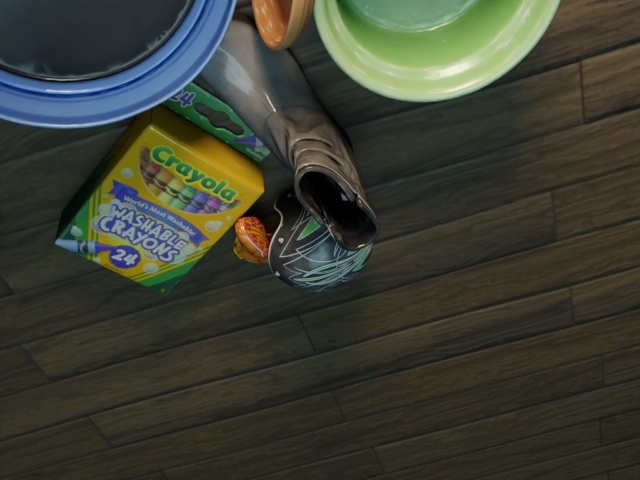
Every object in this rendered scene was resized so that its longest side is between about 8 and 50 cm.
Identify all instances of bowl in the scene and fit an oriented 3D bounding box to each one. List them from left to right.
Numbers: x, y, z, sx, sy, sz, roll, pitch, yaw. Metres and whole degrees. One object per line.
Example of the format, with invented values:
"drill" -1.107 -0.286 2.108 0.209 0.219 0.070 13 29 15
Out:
"bowl" -0.282 -0.311 0.825 0.390 0.077 0.391 -11 130 -14

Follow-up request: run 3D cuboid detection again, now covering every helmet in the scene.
"helmet" 0.000 0.000 1.206 0.169 0.162 0.170 -4 131 -4

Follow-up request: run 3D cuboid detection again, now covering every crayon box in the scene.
"crayon box" -0.232 -0.074 1.164 0.203 0.083 0.323 30 120 -29

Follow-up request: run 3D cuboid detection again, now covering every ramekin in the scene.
"ramekin" 0.132 -0.339 0.940 0.303 0.148 0.304 -4 131 -4

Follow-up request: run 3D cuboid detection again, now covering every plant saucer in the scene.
"plant saucer" -0.044 -0.327 0.897 0.037 0.200 0.200 -7 133 -19

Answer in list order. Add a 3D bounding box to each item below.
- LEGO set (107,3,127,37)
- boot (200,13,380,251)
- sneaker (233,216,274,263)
"LEGO set" -0.228 -0.354 0.923 0.093 0.087 0.227 17 120 -25
"boot" -0.037 -0.146 1.030 0.118 0.223 0.338 -40 125 18
"sneaker" -0.112 0.009 1.223 0.067 0.064 0.175 -15 162 5
